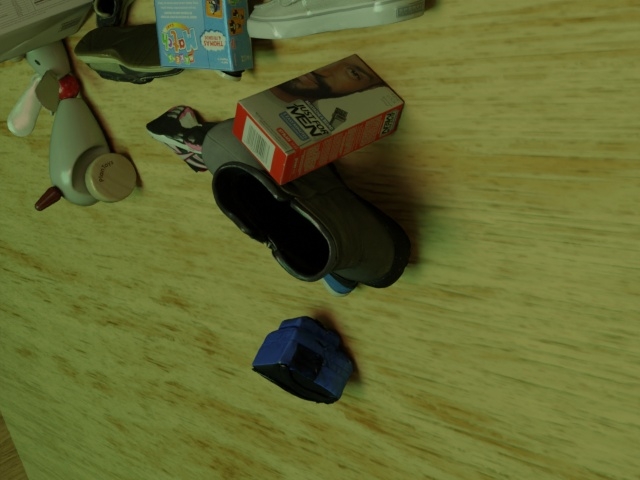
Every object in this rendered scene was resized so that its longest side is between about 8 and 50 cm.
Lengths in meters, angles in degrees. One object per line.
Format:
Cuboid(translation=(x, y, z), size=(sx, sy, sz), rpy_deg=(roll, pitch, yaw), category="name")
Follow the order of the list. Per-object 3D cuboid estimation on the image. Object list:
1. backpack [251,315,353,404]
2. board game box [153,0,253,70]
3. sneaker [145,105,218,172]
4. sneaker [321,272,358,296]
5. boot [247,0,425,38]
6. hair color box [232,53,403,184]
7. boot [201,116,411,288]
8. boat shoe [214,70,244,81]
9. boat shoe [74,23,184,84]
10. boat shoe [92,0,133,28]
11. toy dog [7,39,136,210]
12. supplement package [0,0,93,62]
Cuboid(translation=(-0.013, 0.169, 1.607), size=(0.120, 0.101, 0.098), rpy_deg=(36, 161, -20), category="backpack")
Cuboid(translation=(-0.155, -0.322, 1.442), size=(0.160, 0.039, 0.212), rpy_deg=(12, 112, 47), category="board game box")
Cuboid(translation=(-0.189, -0.135, 1.665), size=(0.178, 0.072, 0.077), rpy_deg=(33, 149, 49), category="sneaker")
Cuboid(translation=(0.001, 0.000, 1.485), size=(0.152, 0.058, 0.084), rpy_deg=(54, 155, 6), category="sneaker")
Cuboid(translation=(0.005, -0.289, 1.239), size=(0.258, 0.095, 0.123), rpy_deg=(3, 110, 47), category="boot")
Cuboid(translation=(-0.002, -0.137, 1.276), size=(0.093, 0.167, 0.053), rpy_deg=(48, 145, 24), category="hair color box")
Cuboid(translation=(-0.059, -0.066, 1.355), size=(0.338, 0.222, 0.118), rpy_deg=(33, 101, 29), category="boot")
Cuboid(translation=(-0.140, -0.256, 1.519), size=(0.133, 0.049, 0.042), rpy_deg=(42, 121, 40), category="boat shoe")
Cuboid(translation=(-0.264, -0.265, 1.677), size=(0.223, 0.080, 0.073), rpy_deg=(12, 153, 39), category="boat shoe")
Cuboid(translation=(-0.313, -0.349, 1.699), size=(0.056, 0.049, 0.152), rpy_deg=(59, 150, 6), category="boat shoe")
Cuboid(translation=(-0.453, -0.181, 1.936), size=(0.334, 0.161, 0.220), rpy_deg=(56, 149, 11), category="toy dog")
Cuboid(translation=(-0.501, -0.426, 1.757), size=(0.263, 0.198, 0.199), rpy_deg=(65, 159, -4), category="supplement package")
